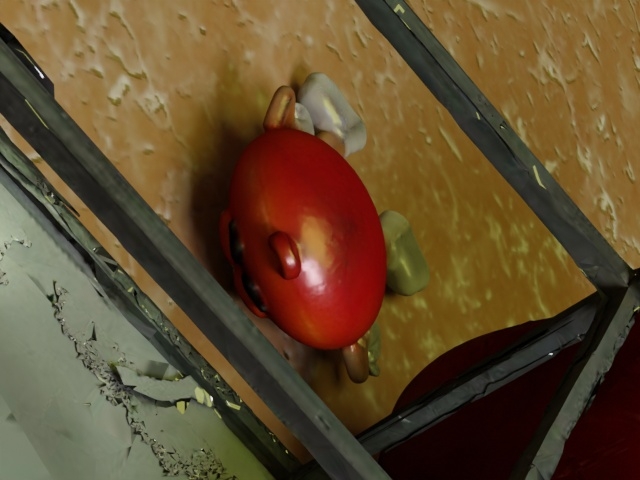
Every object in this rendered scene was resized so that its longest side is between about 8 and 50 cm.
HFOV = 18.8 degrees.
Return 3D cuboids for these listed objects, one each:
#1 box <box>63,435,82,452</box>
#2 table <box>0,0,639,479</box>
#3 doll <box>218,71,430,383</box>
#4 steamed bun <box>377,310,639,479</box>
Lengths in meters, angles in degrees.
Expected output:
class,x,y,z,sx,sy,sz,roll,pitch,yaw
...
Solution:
class,x,y,z,sx,sy,sz,roll,pitch,yaw
box,-0.111,0.149,0.954,0.036,0.050,0.117,-37,105,-55
table,-0.077,0.006,0.813,0.335,0.272,0.222,48,41,-8
doll,0.000,0.000,1.138,0.183,0.085,0.217,66,20,-12
steamed bun,0.184,0.165,1.046,0.248,0.379,0.235,45,47,-47
